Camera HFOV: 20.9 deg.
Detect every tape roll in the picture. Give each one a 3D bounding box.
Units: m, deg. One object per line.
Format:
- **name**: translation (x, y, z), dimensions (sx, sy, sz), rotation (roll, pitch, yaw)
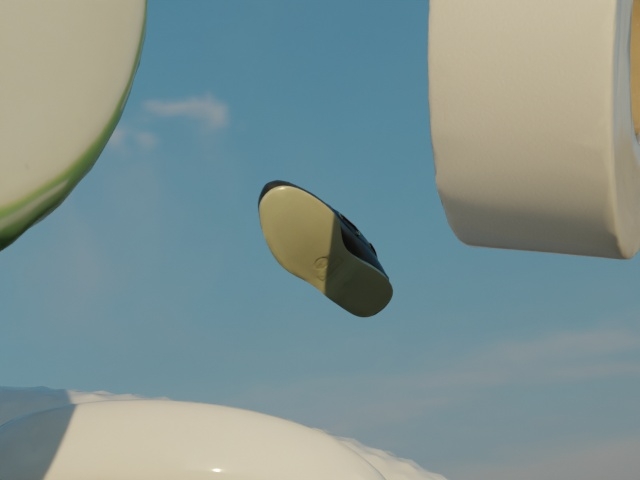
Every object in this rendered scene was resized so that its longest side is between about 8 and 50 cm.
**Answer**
- **tape roll**: translation (0.143, -0.133, 1.004), dimensions (0.100, 0.286, 0.286), rotation (4, -13, 18)

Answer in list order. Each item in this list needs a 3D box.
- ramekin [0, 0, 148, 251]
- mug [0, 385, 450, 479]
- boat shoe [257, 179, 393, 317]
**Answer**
- **ramekin**: translation (-0.188, -0.102, 0.483), dimensions (0.148, 0.303, 0.303), rotation (-21, -22, 34)
- **mug**: translation (-0.061, 0.195, 0.876), dimensions (0.328, 0.276, 0.374), rotation (4, -37, 7)
- **boat shoe**: translation (-0.001, 0.001, 1.141), dimensions (0.049, 0.042, 0.133), rotation (-38, -49, 10)
